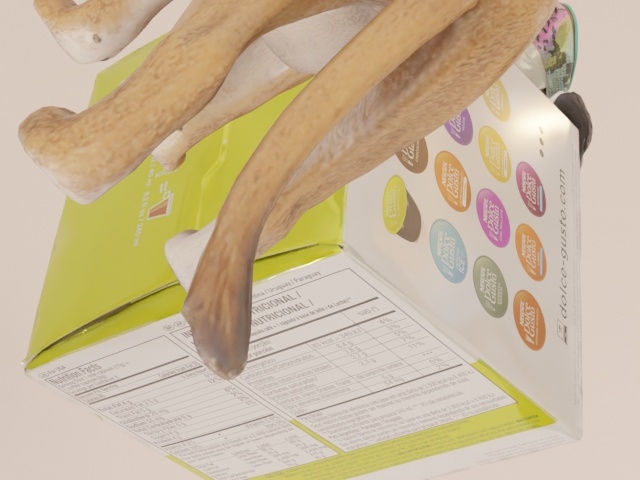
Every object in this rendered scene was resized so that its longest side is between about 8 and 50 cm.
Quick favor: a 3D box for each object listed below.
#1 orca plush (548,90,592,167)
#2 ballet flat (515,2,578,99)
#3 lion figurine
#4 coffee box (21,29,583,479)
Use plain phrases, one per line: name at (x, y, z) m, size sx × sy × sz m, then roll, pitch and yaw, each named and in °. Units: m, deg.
orca plush at (0.213, -0.030, 1.466) m, size 0.151 × 0.287 × 0.102 m, roll 11°, pitch -139°, yaw -53°
ballet flat at (0.243, -0.174, 1.512) m, size 0.079 × 0.221 × 0.077 m, roll -16°, pitch -125°, yaw -9°
lion figurine at (0.013, -0.107, 0.511) m, size 0.240 × 0.142 × 0.392 m, roll -35°, pitch -150°, yaw 3°
coffee box at (0.000, 0.000, 1.160) m, size 0.334 × 0.338 × 0.337 m, roll 38°, pitch -136°, yaw -37°
